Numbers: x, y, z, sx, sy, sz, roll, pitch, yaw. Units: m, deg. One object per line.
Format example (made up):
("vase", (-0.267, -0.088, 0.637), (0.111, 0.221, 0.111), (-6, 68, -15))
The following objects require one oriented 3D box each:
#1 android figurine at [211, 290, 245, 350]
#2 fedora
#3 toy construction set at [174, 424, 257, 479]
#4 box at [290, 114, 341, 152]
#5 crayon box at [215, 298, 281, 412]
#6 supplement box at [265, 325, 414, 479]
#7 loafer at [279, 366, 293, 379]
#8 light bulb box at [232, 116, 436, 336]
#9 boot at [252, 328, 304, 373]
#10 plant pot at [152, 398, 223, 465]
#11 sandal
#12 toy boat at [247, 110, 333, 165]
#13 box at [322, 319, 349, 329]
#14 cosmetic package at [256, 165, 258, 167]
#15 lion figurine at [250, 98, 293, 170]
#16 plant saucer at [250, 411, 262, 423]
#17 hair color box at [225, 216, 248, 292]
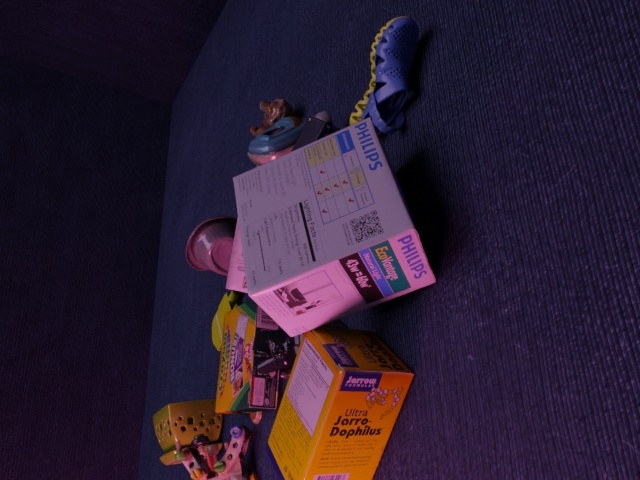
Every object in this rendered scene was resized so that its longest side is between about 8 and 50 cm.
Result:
("android figurine", (-0.375, 0.329, 2.126), (0.272, 0.056, 0.248), (-63, 33, 26))
("fedora", (-0.365, 0.040, 1.939), (0.124, 0.244, 0.275), (47, 153, 35))
("toy construction set", (-0.335, 0.788, 1.767), (0.308, 0.258, 0.237), (107, 145, -55))
("box", (-0.001, -0.182, 1.449), (0.261, 0.185, 0.103), (-62, 33, 7))
("crayon box", (-0.251, 0.403, 1.814), (0.313, 0.106, 0.362), (-32, 50, 53))
("supplement box", (0.035, 0.405, 1.224), (0.194, 0.196, 0.356), (42, 117, 57))
("loafer", (-0.113, 0.364, 1.639), (0.062, 0.061, 0.170), (-66, 31, 25))
("light bulb box", (0.022, -0.030, 1.198), (0.362, 0.225, 0.357), (-22, 51, 10))
("boot", (-0.113, 0.268, 1.570), (0.207, 0.094, 0.246), (-14, 72, 31))
("plant pot", (-0.518, 0.759, 2.070), (0.227, 0.229, 0.207), (-41, 52, 47))
("sandal", (0.184, -0.397, 1.328), (0.138, 0.126, 0.317), (47, 130, 52))
("toy boat", (-0.069, -0.331, 1.658), (0.319, 0.267, 0.148), (9, 127, 41))
("box", (0.020, 0.302, 1.391), (0.158, 0.093, 0.155), (33, 109, 60))
("cosmetic package", (-0.175, -0.112, 1.825), (0.129, 0.153, 0.295), (42, 115, 59))
("lion figurine", (-0.195, -0.330, 1.968), (0.240, 0.142, 0.391), (19, 105, 61))
("plant saucer", (-0.226, 0.591, 1.812), (0.083, 0.015, 0.083), (-28, 57, 55))
("hair color box", (-0.174, -0.013, 1.692), (0.113, 0.186, 0.373), (-57, -21, -79))
